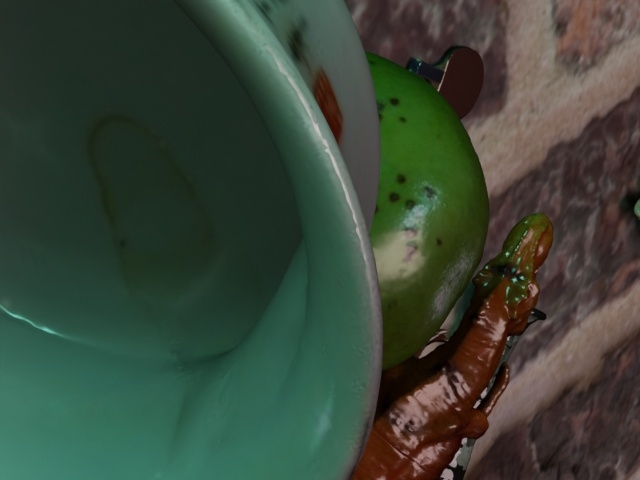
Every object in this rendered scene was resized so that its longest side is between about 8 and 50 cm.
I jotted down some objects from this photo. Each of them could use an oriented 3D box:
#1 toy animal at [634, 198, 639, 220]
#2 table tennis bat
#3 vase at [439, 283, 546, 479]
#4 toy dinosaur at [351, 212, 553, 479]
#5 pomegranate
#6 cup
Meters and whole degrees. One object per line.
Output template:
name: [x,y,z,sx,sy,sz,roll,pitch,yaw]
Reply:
toy animal: [0.307,-0.045,1.404,0.150,0.089,0.083,-47,118,-20]
table tennis bat: [0.080,-0.102,1.133,0.083,0.007,0.050,15,97,-56]
vase: [0.098,0.114,1.229,0.059,0.059,0.167,30,84,-54]
toy dinosaur: [0.012,0.169,1.105,0.432,0.097,0.208,-47,156,-7]
pomegranate: [0.000,0.000,0.964,0.181,0.181,0.224,-49,162,-23]
cup: [-0.116,-0.035,0.686,0.163,0.347,0.347,-55,148,-52]
